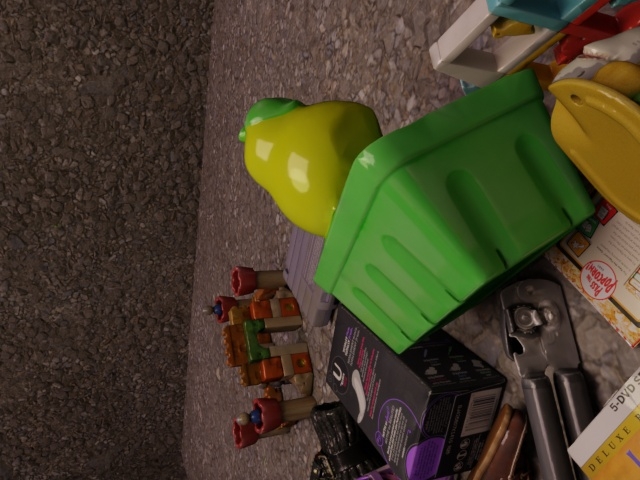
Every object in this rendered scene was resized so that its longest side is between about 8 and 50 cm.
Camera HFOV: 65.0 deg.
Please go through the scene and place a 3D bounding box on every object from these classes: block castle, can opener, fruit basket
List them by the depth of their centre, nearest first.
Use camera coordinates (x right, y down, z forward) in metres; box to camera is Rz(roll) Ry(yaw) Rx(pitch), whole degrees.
[{"bbox_3d":[0.284,0.187,0.624,0.095,0.075,0.284,60,-159,-76],"label":"can opener"},{"bbox_3d":[0.085,-0.067,0.653,0.392,0.282,0.392,50,157,31],"label":"fruit basket"},{"bbox_3d":[-0.192,0.323,1.413,0.303,0.212,0.454,-52,46,52],"label":"block castle"}]

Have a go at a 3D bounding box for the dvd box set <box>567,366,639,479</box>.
[{"bbox_3d":[0.410,0.222,0.328,0.420,0.062,0.308,58,135,47],"label":"dvd box set"}]

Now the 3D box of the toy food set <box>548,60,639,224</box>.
[{"bbox_3d":[0.285,-0.070,0.417,0.071,0.218,0.128,-43,7,2],"label":"toy food set"}]

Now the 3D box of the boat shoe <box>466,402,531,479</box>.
[{"bbox_3d":[0.249,0.316,0.688,0.073,0.073,0.207,22,120,21],"label":"boat shoe"}]

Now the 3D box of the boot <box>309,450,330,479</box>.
[{"bbox_3d":[-0.006,0.583,1.094,0.236,0.085,0.179,-1,-85,-78],"label":"boot"}]

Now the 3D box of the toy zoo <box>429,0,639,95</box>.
[{"bbox_3d":[0.249,-0.233,0.515,0.293,0.192,0.030,143,122,-60],"label":"toy zoo"}]

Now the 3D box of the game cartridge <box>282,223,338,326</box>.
[{"bbox_3d":[0.000,0.000,1.187,0.230,0.068,0.355,49,133,47],"label":"game cartridge"}]

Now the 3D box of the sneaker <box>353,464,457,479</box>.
[{"bbox_3d":[0.110,0.393,0.789,0.095,0.236,0.105,54,174,46],"label":"sneaker"}]

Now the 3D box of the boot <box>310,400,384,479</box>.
[{"bbox_3d":[0.084,0.435,0.946,0.348,0.131,0.261,151,115,-61],"label":"boot"}]

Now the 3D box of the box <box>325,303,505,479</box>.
[{"bbox_3d":[0.136,0.227,0.815,0.270,0.143,0.166,38,123,57],"label":"box"}]

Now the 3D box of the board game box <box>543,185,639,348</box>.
[{"bbox_3d":[0.336,-0.010,0.511,0.147,0.045,0.194,62,144,42],"label":"board game box"}]

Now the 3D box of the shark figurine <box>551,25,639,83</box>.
[{"bbox_3d":[0.368,-0.147,0.420,0.278,0.166,0.116,7,124,46],"label":"shark figurine"}]
